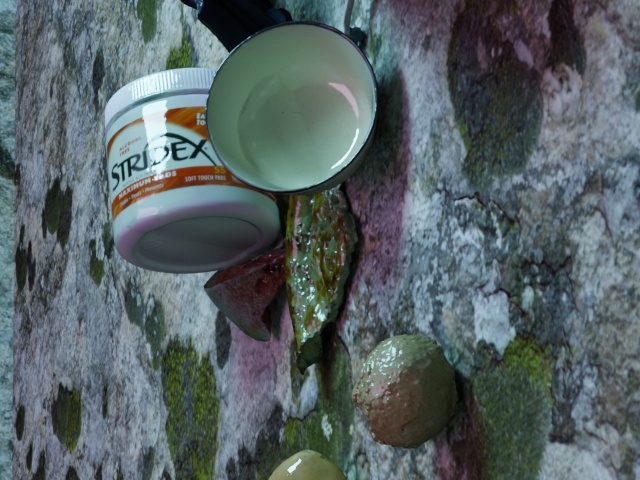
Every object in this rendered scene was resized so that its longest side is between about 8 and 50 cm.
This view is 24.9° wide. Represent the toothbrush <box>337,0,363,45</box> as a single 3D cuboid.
[{"bbox_3d":[0.072,-0.414,1.926,0.040,0.040,0.386,-132,50,-56],"label":"toothbrush"}]

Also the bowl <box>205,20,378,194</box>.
[{"bbox_3d":[-0.026,-0.160,1.934,0.126,0.238,0.237,48,-144,-69],"label":"bowl"}]

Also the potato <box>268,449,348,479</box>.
[{"bbox_3d":[-0.005,0.369,1.923,0.109,0.118,0.178,59,-171,-71],"label":"potato"}]

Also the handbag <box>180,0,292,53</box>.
[{"bbox_3d":[-0.137,-0.368,2.124,0.118,0.269,0.325,-41,40,7],"label":"handbag"}]

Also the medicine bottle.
[{"bbox_3d":[-0.197,-0.100,2.213,0.252,0.252,0.241,133,134,-54],"label":"medicine bottle"}]

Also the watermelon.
[{"bbox_3d":[-0.109,0.054,2.185,0.098,0.121,0.158,-87,17,-62],"label":"watermelon"}]

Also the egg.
[{"bbox_3d":[0.100,0.179,1.711,0.118,0.116,0.140,15,98,41],"label":"egg"}]

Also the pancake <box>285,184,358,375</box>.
[{"bbox_3d":[-0.005,0.000,2.028,0.197,0.054,0.376,-8,82,64],"label":"pancake"}]
